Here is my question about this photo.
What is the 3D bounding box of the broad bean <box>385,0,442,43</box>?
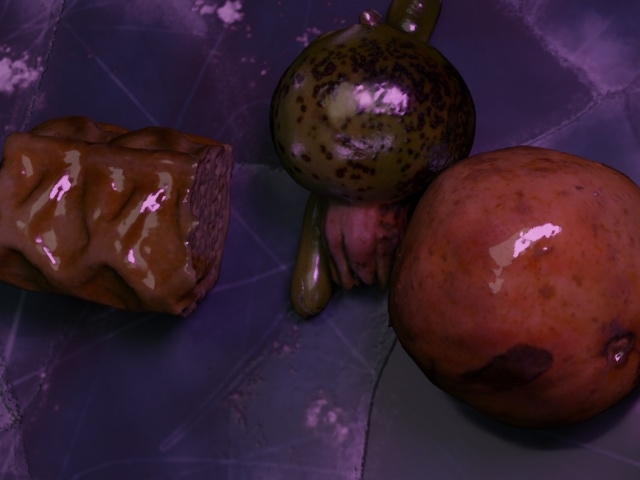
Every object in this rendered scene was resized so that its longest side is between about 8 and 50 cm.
[{"bbox_3d":[0.102,-0.242,1.187,0.070,0.048,0.213,27,85,19],"label":"broad bean"}]

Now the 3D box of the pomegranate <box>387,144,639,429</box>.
[{"bbox_3d":[0.205,0.039,0.961,0.281,0.281,0.281,-4,73,13],"label":"pomegranate"}]

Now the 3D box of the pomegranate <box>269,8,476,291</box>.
[{"bbox_3d":[0.045,-0.096,1.076,0.222,0.276,0.204,-2,38,-25],"label":"pomegranate"}]

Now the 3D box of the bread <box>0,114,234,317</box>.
[{"bbox_3d":[-0.227,-0.033,1.132,0.252,0.238,0.196,3,112,10],"label":"bread"}]

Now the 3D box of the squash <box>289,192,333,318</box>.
[{"bbox_3d":[0.000,0.000,1.143,0.052,0.052,0.183,7,72,16],"label":"squash"}]
